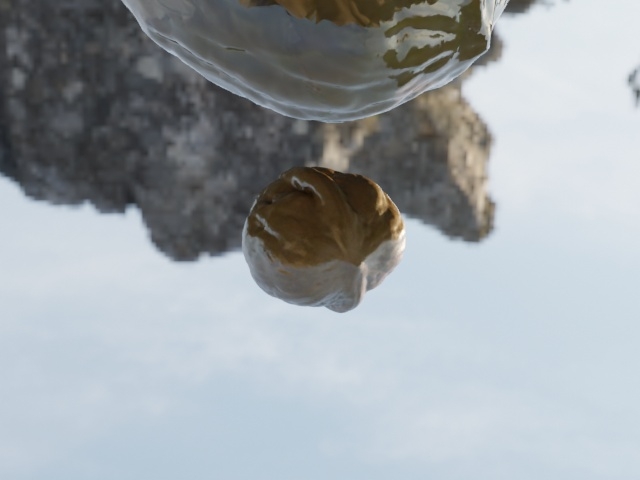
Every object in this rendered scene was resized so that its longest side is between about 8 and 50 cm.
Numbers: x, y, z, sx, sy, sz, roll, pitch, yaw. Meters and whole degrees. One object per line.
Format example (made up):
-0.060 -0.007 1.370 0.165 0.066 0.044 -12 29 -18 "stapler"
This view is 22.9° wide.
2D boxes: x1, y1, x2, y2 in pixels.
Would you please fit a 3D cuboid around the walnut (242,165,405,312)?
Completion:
0.000 0.000 1.530 0.166 0.149 0.166 -7 -154 4 "walnut"

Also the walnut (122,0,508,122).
-0.008 -0.181 0.887 0.261 0.225 0.225 36 -147 17 "walnut"
